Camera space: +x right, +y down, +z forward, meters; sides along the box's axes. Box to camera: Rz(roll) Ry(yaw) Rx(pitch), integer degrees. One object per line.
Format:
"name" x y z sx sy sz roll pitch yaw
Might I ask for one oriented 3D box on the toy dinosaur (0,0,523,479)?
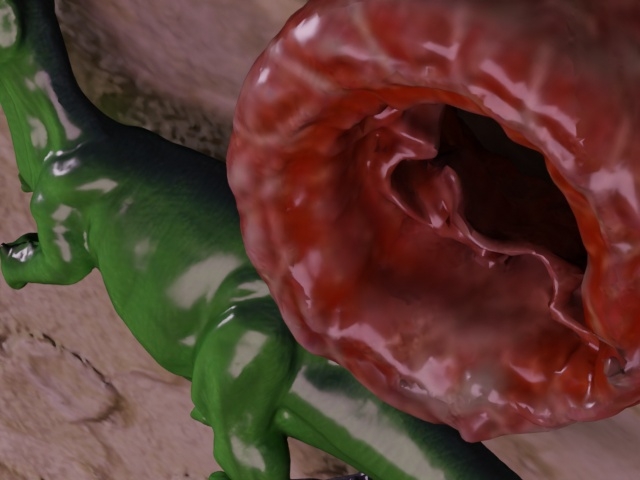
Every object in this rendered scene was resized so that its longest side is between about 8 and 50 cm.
"toy dinosaur" 0.000 0.000 0.843 0.500 0.144 0.374 4 121 30

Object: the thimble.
"thimble" 0.081 -0.037 0.692 0.239 0.162 0.239 19 136 20

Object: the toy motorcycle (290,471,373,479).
"toy motorcycle" -0.006 0.206 1.020 0.122 0.080 0.215 1 149 -14
